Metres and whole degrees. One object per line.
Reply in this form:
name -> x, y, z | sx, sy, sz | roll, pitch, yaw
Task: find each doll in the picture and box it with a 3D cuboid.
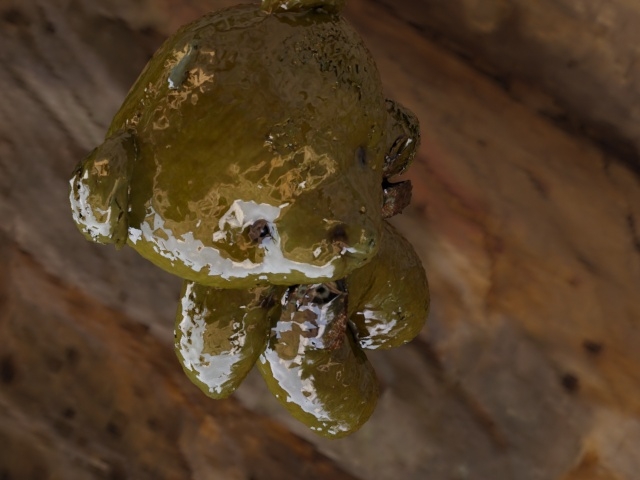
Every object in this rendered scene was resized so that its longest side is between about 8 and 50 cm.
doll -> 0.000, 0.000, 0.580 | 0.097, 0.137, 0.209 | 32, 166, 39
